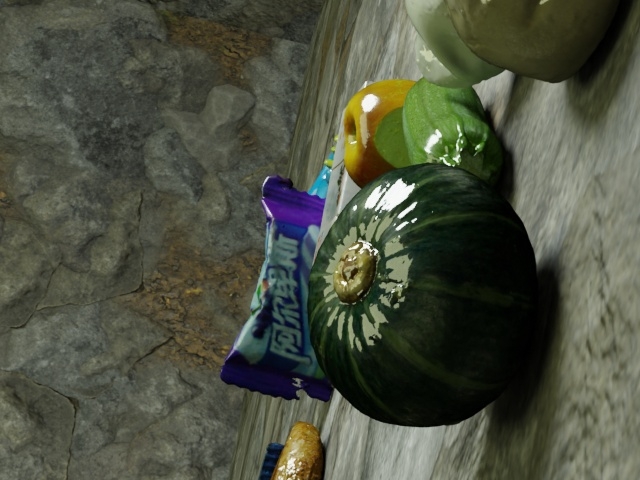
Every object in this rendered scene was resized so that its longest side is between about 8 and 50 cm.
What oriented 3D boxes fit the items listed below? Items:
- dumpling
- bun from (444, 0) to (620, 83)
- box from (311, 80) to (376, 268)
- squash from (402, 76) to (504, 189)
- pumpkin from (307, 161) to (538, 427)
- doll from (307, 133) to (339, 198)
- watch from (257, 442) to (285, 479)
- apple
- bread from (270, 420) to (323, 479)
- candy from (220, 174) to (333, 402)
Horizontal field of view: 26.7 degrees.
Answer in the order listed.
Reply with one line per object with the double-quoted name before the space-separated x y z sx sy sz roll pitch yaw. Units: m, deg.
"dumpling" 0.129 -0.185 0.998 0.134 0.100 0.169 43 105 42
"bun" 0.124 -0.188 0.825 0.166 0.113 0.173 -117 38 -82
"box" 0.047 -0.056 1.604 0.149 0.067 0.233 126 155 -78
"squash" 0.101 -0.077 1.055 0.219 0.068 0.077 -94 23 -70
"pumpkin" 0.064 0.037 0.842 0.167 0.125 0.167 -26 47 32
"doll" 0.000 0.000 1.946 0.341 0.099 0.346 -64 -1 -47
"watch" -0.101 0.472 1.905 0.276 0.068 0.274 -84 8 -55
"apple" 0.070 -0.092 1.247 0.099 0.102 0.114 -136 58 -82
"bread" -0.037 0.315 1.659 0.193 0.064 0.193 -162 90 -89
"candy" -0.030 0.063 1.702 0.070 0.145 0.275 99 -176 -86
